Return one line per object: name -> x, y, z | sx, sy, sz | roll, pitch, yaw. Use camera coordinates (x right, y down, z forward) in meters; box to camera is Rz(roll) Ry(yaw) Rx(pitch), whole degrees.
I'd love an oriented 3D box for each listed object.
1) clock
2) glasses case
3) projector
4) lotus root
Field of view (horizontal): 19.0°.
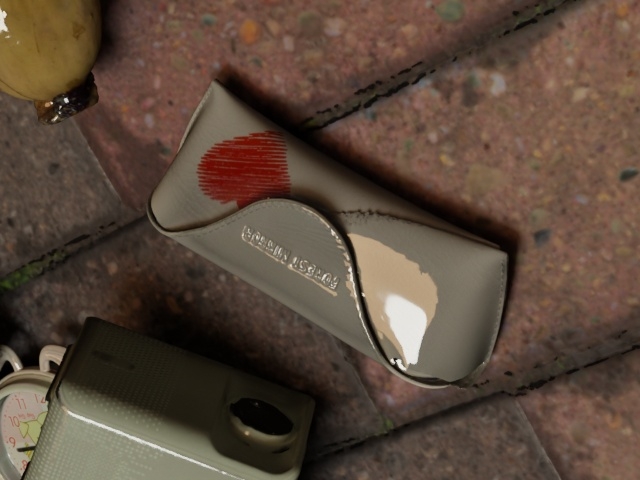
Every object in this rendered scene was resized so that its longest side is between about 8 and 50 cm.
clock -> -0.233, 0.177, 1.706 | 0.151, 0.062, 0.191 | -2, 110, 32
glasses case -> 0.001, -0.002, 1.471 | 0.308, 0.083, 0.128 | 30, 125, 15
projector -> -0.120, 0.194, 1.557 | 0.242, 0.163, 0.177 | 22, 116, -2
lotus root -> -0.248, -0.216, 1.483 | 0.257, 0.140, 0.154 | 61, 169, -18
